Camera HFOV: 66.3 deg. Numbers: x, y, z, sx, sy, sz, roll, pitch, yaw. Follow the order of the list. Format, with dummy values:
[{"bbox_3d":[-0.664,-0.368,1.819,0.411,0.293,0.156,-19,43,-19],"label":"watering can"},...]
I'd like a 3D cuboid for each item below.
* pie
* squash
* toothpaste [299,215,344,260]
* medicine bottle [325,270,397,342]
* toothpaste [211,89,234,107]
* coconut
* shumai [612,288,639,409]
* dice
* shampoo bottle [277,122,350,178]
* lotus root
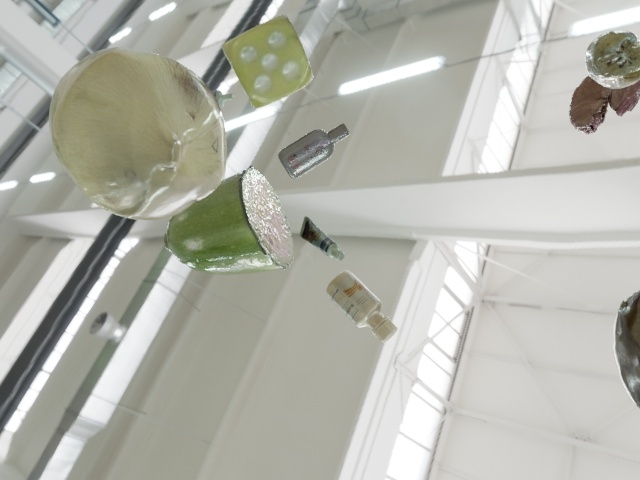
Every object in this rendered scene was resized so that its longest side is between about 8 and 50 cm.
[{"bbox_3d":[0.806,-0.410,1.400,0.218,0.054,0.204,128,-28,-50],"label":"pie"},{"bbox_3d":[-0.277,-0.012,1.401,0.309,0.310,0.310,-22,-136,15],"label":"squash"},{"bbox_3d":[0.000,0.000,1.268,0.216,0.037,0.061,40,-64,53],"label":"toothpaste"},{"bbox_3d":[0.135,0.215,1.560,0.114,0.114,0.252,-46,-112,0],"label":"medicine bottle"},{"bbox_3d":[-0.271,-0.279,1.002,0.198,0.034,0.057,-7,-163,9],"label":"toothpaste"},{"bbox_3d":[-0.212,-0.126,0.595,0.224,0.224,0.224,-23,-136,25],"label":"coconut"},{"bbox_3d":[0.720,0.192,0.881,0.324,0.396,0.324,3,-153,-5],"label":"shumai"},{"bbox_3d":[-0.126,-0.431,1.188,0.170,0.169,0.166,-26,-156,1],"label":"dice"},{"bbox_3d":[-0.011,-0.208,1.104,0.165,0.080,0.040,-31,-142,3],"label":"shampoo bottle"},{"bbox_3d":[0.564,-0.345,0.945,0.088,0.113,0.192,-37,179,23],"label":"lotus root"}]
